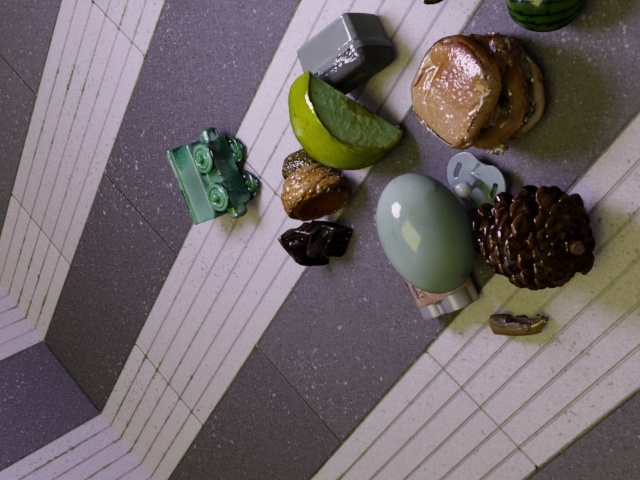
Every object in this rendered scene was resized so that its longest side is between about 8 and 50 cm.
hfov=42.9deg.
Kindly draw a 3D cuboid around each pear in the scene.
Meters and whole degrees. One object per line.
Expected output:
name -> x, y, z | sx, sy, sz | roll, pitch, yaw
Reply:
pear -> 0.015, -0.244, 1.943 | 0.288, 0.139, 0.239 | 29, 160, -20

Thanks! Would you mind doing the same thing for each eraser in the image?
eraser -> 0.249, 0.040, 1.975 | 0.171, 0.087, 0.291 | -26, 89, 46

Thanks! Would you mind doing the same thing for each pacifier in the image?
pacifier -> 0.332, -0.122, 1.810 | 0.150, 0.116, 0.127 | 39, 134, 20

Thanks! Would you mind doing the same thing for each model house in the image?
model house -> -0.005, 0.000, 2.142 | 0.152, 0.165, 0.106 | -23, 76, 42

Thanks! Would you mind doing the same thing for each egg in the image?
egg -> 0.234, -0.016, 1.807 | 0.203, 0.203, 0.283 | -19, 97, 43

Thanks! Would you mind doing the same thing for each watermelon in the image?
watermelon -> 0.412, -0.474, 1.567 | 0.187, 0.140, 0.141 | 11, 116, 21

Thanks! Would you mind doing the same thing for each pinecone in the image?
pinecone -> 0.448, -0.005, 1.701 | 0.272, 0.224, 0.224 | 7, 115, 63

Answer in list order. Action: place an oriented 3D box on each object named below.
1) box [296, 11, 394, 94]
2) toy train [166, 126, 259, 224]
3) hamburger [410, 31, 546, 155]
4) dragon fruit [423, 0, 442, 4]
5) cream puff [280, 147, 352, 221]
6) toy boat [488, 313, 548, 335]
box -> 0.054, -0.430, 1.899 | 0.210, 0.148, 0.129 | -27, 80, 44
toy train -> -0.301, -0.182, 2.308 | 0.202, 0.145, 0.266 | -15, 98, 46
hamburger -> 0.320, -0.296, 1.681 | 0.245, 0.211, 0.261 | -16, 92, 51
dragon fruit -> 0.274, -0.631, 1.553 | 0.291, 0.250, 0.269 | 45, 138, 1
cream puff -> -0.025, -0.159, 2.087 | 0.183, 0.183, 0.169 | -43, 59, 43
toy boat -> 0.458, 0.193, 1.885 | 0.149, 0.047, 0.049 | -7, 104, 43
